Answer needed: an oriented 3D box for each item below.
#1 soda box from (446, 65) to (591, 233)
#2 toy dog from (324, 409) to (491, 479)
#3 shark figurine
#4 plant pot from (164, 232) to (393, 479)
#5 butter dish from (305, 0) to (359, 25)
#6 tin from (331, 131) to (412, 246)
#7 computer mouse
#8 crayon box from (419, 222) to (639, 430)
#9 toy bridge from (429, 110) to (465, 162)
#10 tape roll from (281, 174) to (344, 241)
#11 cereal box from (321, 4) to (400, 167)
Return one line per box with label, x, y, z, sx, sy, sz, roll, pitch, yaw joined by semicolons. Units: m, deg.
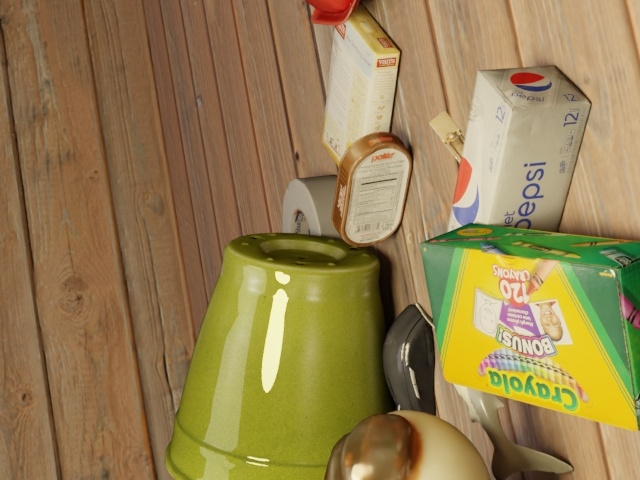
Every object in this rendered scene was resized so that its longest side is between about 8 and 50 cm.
soda box;0.213;-0.051;1.395;0.091;0.098;0.286;-118;27;-49
toy dog;0.137;0.368;1.290;0.395;0.284;0.408;-46;61;20
shark figurine;0.209;0.152;1.492;0.166;0.116;0.278;55;-169;-38
plant pot;-0.042;0.181;1.893;0.366;0.366;0.353;-143;57;-65
butter dish;0.005;-0.407;1.808;0.160;0.118;0.160;-65;22;3
tin;0.076;-0.071;1.790;0.040;0.106;0.189;54;147;42
computer mouse;0.138;0.234;1.780;0.184;0.060;0.262;-142;48;-66
crayon box;0.231;0.080;1.260;0.278;0.081;0.165;8;114;53
toy bridge;0.172;-0.103;1.461;0.063;0.026;0.188;54;-172;17
tape roll;0.000;0.000;2.095;0.219;0.072;0.219;172;90;-72
cereal box;0.059;-0.215;1.878;0.173;0.047;0.240;-119;29;-50
